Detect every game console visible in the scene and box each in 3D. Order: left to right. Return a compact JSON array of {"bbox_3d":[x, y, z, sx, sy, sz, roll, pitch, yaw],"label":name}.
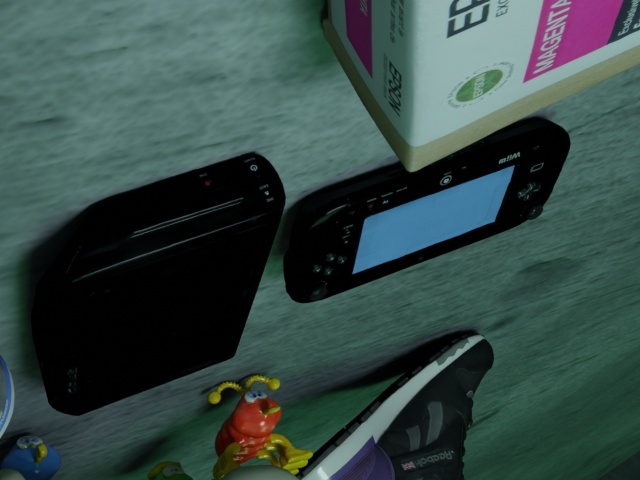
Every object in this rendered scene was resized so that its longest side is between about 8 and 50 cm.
[{"bbox_3d":[0.000,0.000,0.780,0.361,0.044,0.213,-20,159,-20],"label":"game console"}]

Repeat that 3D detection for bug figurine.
[{"bbox_3d":[-0.157,0.194,1.011,0.279,0.072,0.216,-7,147,-36],"label":"bug figurine"}]

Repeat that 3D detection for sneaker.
[{"bbox_3d":[0.086,0.197,1.168,0.283,0.124,0.107,-36,174,-41],"label":"sneaker"}]

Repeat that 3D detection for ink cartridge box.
[{"bbox_3d":[0.100,-0.142,0.495,0.193,0.088,0.235,-26,161,-7],"label":"ink cartridge box"}]

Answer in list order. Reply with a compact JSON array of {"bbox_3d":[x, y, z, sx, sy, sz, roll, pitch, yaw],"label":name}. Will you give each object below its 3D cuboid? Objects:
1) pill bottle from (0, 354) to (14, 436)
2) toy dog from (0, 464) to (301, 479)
[{"bbox_3d":[-0.208,0.066,0.627,0.078,0.078,0.137,-26,160,-3],"label":"pill bottle"},{"bbox_3d":[-0.157,0.342,0.780,0.284,0.395,0.408,-26,164,18],"label":"toy dog"}]
